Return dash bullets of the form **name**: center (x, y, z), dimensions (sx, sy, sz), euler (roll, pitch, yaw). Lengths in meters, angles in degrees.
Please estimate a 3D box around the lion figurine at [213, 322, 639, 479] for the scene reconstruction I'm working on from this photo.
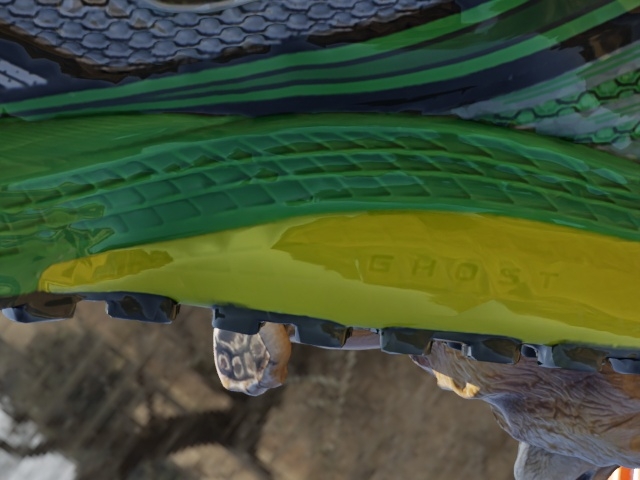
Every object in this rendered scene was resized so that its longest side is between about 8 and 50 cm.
- **lion figurine**: center (0.007, -0.042, 0.696), dimensions (0.240, 0.142, 0.392), euler (-8, -129, -51)

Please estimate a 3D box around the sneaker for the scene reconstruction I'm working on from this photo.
- **sneaker**: center (-0.059, -0.058, 0.356), dimensions (0.344, 0.146, 0.134), euler (5, -174, -17)

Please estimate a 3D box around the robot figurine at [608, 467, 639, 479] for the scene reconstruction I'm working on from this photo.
- **robot figurine**: center (0.226, 0.120, 0.765), dimensions (0.128, 0.158, 0.219), euler (49, 144, -14)
